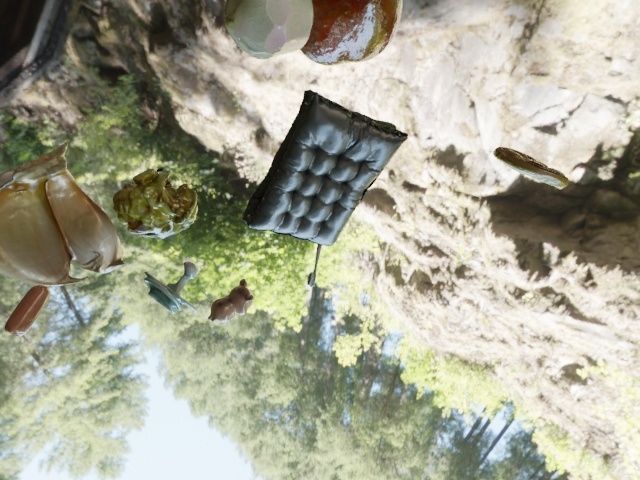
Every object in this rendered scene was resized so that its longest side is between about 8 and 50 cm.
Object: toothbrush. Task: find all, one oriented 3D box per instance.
[{"bbox_3d":[0.000,0.000,1.465,0.020,0.025,0.287,6,-102,34],"label":"toothbrush"}]

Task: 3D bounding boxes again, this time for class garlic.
[{"bbox_3d":[-0.621,-0.038,1.120,0.249,0.313,0.286,-10,-150,7],"label":"garlic"}]

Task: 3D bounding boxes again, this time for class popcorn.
[{"bbox_3d":[-0.434,-0.097,1.289,0.217,0.189,0.170,-1,-111,-45],"label":"popcorn"}]

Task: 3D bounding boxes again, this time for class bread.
[{"bbox_3d":[0.293,-0.103,0.675,0.109,0.025,0.110,19,-159,-8],"label":"bread"}]

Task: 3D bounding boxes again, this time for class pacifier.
[{"bbox_3d":[-0.320,0.094,1.070,0.150,0.127,0.117,30,-105,25],"label":"pacifier"}]

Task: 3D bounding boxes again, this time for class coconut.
[{"bbox_3d":[-0.108,-0.442,0.936,0.170,0.171,0.182,33,-140,27],"label":"coconut"}]

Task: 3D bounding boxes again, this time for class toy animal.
[{"bbox_3d":[-0.246,0.179,1.344,0.150,0.089,0.083,-39,-105,-21],"label":"toy animal"}]

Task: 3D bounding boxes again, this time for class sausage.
[{"bbox_3d":[-0.445,0.106,0.735,0.034,0.034,0.083,12,-124,11],"label":"sausage"}]

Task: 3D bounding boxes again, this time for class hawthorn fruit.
[{"bbox_3d":[0.059,-0.739,1.430,0.401,0.403,0.403,0,-134,0],"label":"hawthorn fruit"}]

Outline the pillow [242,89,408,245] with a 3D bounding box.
[{"bbox_3d":[0.004,-0.131,0.998,0.227,0.327,0.101,14,-148,-29],"label":"pillow"}]
